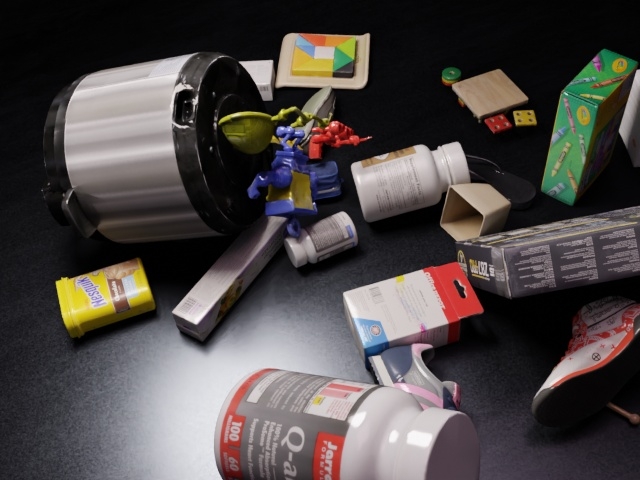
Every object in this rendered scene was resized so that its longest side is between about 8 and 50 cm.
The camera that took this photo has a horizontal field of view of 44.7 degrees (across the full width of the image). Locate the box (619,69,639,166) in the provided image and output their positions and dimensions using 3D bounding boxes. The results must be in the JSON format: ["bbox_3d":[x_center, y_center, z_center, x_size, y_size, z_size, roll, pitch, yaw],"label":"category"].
[{"bbox_3d":[0.718,-0.265,1.679,0.091,0.170,0.130,-5,49,4],"label":"box"}]

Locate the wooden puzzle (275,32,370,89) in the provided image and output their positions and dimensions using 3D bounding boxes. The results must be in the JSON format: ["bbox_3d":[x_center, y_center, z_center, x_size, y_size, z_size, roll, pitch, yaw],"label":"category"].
[{"bbox_3d":[0.007,-0.475,2.024,0.239,0.044,0.221,0,50,6],"label":"wooden puzzle"}]

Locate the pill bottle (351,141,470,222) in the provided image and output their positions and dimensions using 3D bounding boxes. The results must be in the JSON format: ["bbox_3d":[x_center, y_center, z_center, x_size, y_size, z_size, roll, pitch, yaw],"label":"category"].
[{"bbox_3d":[0.188,-0.128,1.629,0.229,0.131,0.131,-15,49,3],"label":"pill bottle"}]

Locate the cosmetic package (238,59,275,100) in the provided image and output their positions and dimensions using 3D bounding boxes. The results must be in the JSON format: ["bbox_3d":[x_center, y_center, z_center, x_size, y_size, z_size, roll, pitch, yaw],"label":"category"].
[{"bbox_3d":[-0.238,-0.400,1.976,0.239,0.060,0.098,-1,51,5],"label":"cosmetic package"}]

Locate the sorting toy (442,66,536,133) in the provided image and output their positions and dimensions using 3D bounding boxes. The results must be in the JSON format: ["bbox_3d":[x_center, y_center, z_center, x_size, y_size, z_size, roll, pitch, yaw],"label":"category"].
[{"bbox_3d":[0.406,-0.332,1.854,0.132,0.046,0.274,-20,50,-11],"label":"sorting toy"}]

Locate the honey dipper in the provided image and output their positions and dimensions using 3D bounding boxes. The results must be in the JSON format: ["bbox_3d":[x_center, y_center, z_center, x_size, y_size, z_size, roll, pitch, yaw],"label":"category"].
[{"bbox_3d":[0.472,0.270,1.341,0.161,0.030,0.030,30,58,23],"label":"honey dipper"}]

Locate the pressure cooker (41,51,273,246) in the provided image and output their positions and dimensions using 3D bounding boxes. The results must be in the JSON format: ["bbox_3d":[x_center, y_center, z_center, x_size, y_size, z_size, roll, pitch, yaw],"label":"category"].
[{"bbox_3d":[-0.344,-0.179,1.576,0.421,0.370,0.375,-5,85,20],"label":"pressure cooker"}]

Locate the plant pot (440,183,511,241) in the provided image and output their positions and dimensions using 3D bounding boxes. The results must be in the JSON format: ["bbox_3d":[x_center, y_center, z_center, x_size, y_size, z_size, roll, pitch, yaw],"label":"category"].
[{"bbox_3d":[0.324,-0.056,1.591,0.096,0.109,0.109,-22,49,-26],"label":"plant pot"}]

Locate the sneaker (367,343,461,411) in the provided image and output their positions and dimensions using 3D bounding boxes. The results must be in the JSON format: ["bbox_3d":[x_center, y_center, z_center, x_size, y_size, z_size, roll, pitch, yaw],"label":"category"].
[{"bbox_3d":[0.192,0.298,1.289,0.131,0.112,0.319,-20,51,-7],"label":"sneaker"}]

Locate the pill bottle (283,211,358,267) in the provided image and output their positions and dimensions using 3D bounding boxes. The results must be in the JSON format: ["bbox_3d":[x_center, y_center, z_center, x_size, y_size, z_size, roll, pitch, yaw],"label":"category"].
[{"bbox_3d":[0.000,0.000,1.591,0.137,0.078,0.078,-22,51,-13],"label":"pill bottle"}]

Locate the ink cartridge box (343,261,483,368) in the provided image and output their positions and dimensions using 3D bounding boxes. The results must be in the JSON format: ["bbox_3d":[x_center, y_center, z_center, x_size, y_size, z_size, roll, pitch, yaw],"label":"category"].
[{"bbox_3d":[0.171,0.136,1.453,0.231,0.078,0.134,-15,50,-7],"label":"ink cartridge box"}]

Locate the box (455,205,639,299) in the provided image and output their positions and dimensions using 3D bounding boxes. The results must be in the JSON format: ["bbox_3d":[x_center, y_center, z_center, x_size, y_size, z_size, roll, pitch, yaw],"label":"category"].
[{"bbox_3d":[0.471,0.011,1.394,0.395,0.318,0.097,-10,91,-4],"label":"box"}]

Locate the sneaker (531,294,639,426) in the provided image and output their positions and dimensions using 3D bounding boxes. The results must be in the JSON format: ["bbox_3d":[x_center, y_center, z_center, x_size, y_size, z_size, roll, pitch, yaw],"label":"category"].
[{"bbox_3d":[0.453,0.200,1.329,0.270,0.090,0.145,-39,19,2],"label":"sneaker"}]

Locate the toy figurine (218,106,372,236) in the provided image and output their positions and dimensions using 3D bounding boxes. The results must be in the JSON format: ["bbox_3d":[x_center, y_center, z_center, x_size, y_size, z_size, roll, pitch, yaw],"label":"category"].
[{"bbox_3d":[-0.045,-0.116,1.508,0.191,0.362,0.217,0,89,24],"label":"toy figurine"}]

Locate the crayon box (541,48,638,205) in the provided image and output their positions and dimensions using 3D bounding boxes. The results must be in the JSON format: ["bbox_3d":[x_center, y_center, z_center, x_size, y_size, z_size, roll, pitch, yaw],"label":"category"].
[{"bbox_3d":[0.546,-0.226,1.593,0.081,0.278,0.165,31,59,27],"label":"crayon box"}]

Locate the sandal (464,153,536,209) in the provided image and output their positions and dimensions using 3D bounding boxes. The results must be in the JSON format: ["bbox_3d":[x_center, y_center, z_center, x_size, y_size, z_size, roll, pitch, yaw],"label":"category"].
[{"bbox_3d":[0.349,-0.148,1.695,0.255,0.054,0.097,22,55,23],"label":"sandal"}]

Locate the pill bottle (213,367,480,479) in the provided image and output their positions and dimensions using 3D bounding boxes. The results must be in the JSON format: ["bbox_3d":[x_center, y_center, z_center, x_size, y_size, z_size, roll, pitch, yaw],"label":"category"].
[{"bbox_3d":[0.036,0.312,1.158,0.363,0.210,0.210,1,45,37],"label":"pill bottle"}]

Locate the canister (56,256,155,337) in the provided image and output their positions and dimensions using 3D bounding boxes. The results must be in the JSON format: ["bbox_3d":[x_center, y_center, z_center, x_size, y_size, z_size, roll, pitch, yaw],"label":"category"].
[{"bbox_3d":[-0.425,0.110,1.548,0.170,0.073,0.126,-18,50,-11],"label":"canister"}]

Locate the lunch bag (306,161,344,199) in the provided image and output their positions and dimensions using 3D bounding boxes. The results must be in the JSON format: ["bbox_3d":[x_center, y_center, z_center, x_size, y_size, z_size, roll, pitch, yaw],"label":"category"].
[{"bbox_3d":[0.003,-0.128,1.712,0.098,0.065,0.067,-8,33,1],"label":"lunch bag"}]

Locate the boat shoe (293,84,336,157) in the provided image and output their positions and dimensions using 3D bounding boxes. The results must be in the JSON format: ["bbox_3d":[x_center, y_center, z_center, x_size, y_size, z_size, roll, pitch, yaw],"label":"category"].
[{"bbox_3d":[-0.007,-0.283,1.847,0.081,0.068,0.227,-24,30,41],"label":"boat shoe"}]

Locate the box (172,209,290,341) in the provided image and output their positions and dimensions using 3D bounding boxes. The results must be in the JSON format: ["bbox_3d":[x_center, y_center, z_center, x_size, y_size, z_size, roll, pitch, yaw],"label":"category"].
[{"bbox_3d":[-0.171,0.060,1.568,0.067,0.063,0.324,23,55,22],"label":"box"}]
